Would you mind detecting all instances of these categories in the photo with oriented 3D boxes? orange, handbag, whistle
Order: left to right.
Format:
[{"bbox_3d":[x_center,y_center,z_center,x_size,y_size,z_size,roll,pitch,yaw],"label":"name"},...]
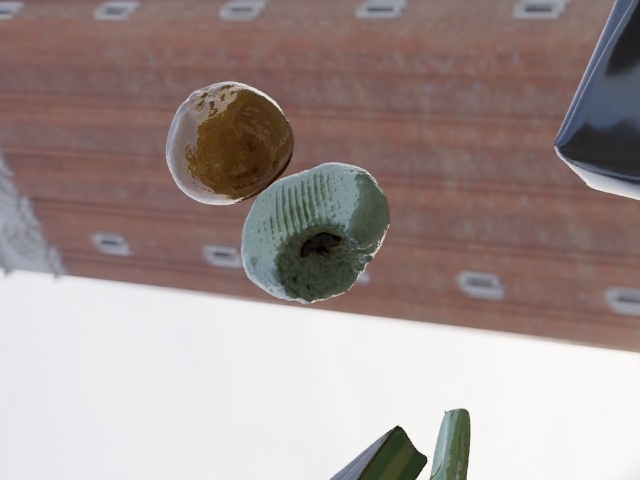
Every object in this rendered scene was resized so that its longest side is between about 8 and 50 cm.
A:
[{"bbox_3d":[-0.113,-0.120,2.112,0.159,0.159,0.136,-51,-51,-39],"label":"orange"},{"bbox_3d":[0.140,0.332,1.898,0.141,0.141,0.294,56,-129,-43],"label":"whistle"},{"bbox_3d":[0.383,-0.149,1.618,0.113,0.285,0.257,36,-110,-52],"label":"handbag"}]

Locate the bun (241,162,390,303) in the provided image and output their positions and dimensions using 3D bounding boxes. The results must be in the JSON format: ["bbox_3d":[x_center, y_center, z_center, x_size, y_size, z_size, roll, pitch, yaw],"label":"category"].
[{"bbox_3d":[0.000,0.000,2.339,0.126,0.212,0.204,49,-137,-41],"label":"bun"}]

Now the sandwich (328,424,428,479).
[{"bbox_3d":[0.077,0.293,2.110,0.116,0.074,0.074,-40,-70,3],"label":"sandwich"}]
